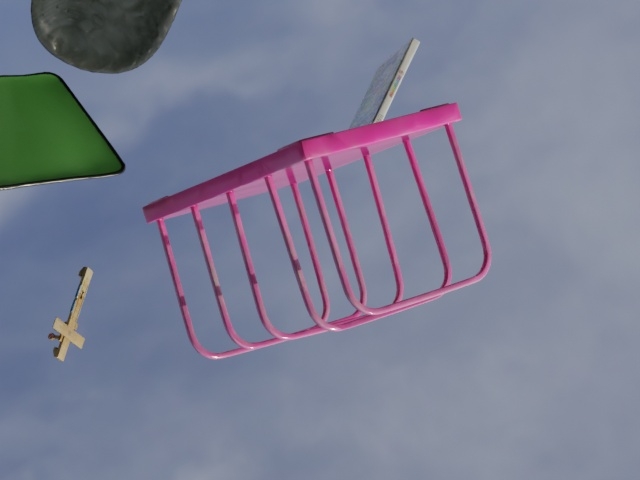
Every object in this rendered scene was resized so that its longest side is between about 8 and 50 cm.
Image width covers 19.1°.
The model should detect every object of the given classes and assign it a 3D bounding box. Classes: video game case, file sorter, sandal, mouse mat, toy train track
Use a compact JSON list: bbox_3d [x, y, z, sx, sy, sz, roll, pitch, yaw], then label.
[{"bbox_3d":[0.062,-0.153,2.033,0.087,0.011,0.122,-35,-154,59],"label":"video game case"},{"bbox_3d":[0.000,0.000,1.907,0.202,0.182,0.290,-16,178,-38],"label":"file sorter"},{"bbox_3d":[-0.131,-0.335,1.641,0.167,0.446,0.107,11,-153,-15],"label":"sandal"},{"bbox_3d":[-0.275,-0.092,1.602,0.189,0.007,0.153,-8,-136,-34],"label":"mouse mat"},{"bbox_3d":[-0.212,0.061,1.612,0.014,0.048,0.083,6,-113,28],"label":"toy train track"}]
